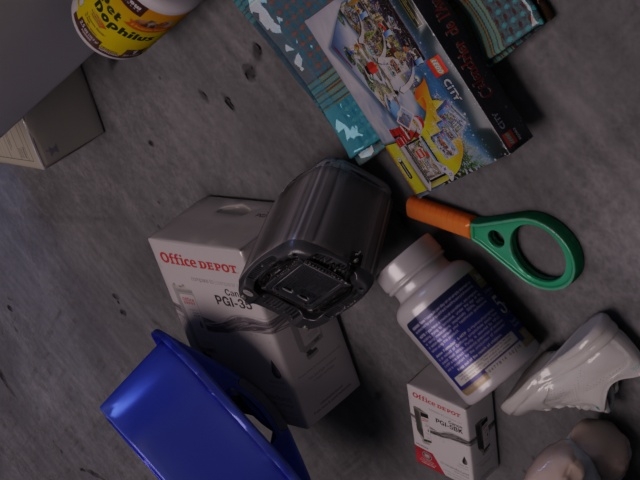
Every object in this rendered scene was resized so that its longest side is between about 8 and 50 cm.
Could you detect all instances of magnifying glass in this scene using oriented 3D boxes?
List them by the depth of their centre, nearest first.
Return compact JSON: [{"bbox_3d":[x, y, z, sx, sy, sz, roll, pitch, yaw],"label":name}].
[{"bbox_3d":[0.193,-0.007,1.621,0.231,0.026,0.092,22,134,37],"label":"magnifying glass"}]

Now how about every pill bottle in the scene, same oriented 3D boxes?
[{"bbox_3d":[0.155,0.088,1.668,0.186,0.112,0.112,50,144,5],"label":"pill bottle"},{"bbox_3d":[-0.213,-0.309,1.749,0.117,0.117,0.215,57,145,-4],"label":"pill bottle"}]

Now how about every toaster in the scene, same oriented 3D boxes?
[{"bbox_3d":[0.000,0.000,1.714,0.129,0.146,0.227,26,150,-15],"label":"toaster"}]

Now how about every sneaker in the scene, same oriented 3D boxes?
[{"bbox_3d":[0.286,0.166,1.623,0.094,0.080,0.212,41,143,-2],"label":"sneaker"}]

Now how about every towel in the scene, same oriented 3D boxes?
[{"bbox_3d":[0.060,-0.259,1.551,0.271,0.040,0.370,54,144,-1],"label":"towel"}]

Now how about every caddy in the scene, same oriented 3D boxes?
[{"bbox_3d":[-0.134,0.269,1.898,0.341,0.179,0.241,48,169,5],"label":"caddy"}]

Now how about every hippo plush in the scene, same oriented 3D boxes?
[{"bbox_3d":[0.323,0.377,1.612,0.237,0.234,0.294,34,139,27],"label":"hippo plush"}]

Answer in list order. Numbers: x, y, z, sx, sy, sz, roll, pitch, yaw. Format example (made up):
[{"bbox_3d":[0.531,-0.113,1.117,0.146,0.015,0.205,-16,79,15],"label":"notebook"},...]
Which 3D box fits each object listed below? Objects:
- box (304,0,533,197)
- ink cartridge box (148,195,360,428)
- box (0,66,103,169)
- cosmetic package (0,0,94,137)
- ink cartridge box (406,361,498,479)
[{"bbox_3d":[0.100,-0.172,1.511,0.159,0.044,0.233,-26,99,53],"label":"box"},{"bbox_3d":[-0.091,0.095,1.946,0.207,0.117,0.283,7,125,46],"label":"ink cartridge box"},{"bbox_3d":[-0.477,-0.205,2.131,0.311,0.121,0.148,12,127,43],"label":"box"},{"bbox_3d":[-0.567,-0.337,1.882,0.394,0.327,0.329,31,156,31],"label":"cosmetic package"},{"bbox_3d":[0.168,0.234,1.821,0.099,0.056,0.135,21,133,39],"label":"ink cartridge box"}]
